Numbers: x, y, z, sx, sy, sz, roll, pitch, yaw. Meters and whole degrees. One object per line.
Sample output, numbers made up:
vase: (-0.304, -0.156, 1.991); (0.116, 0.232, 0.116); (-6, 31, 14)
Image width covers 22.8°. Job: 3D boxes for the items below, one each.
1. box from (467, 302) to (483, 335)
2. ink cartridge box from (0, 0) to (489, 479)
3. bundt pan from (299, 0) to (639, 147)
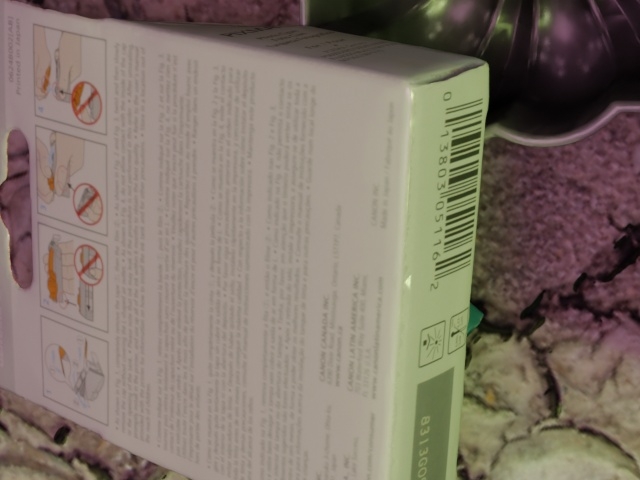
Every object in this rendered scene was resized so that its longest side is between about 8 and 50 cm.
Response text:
box: (0.000, 0.000, 1.123); (0.244, 0.100, 0.060); (43, 108, 6)
ink cartridge box: (-0.075, 0.004, 1.070); (0.385, 0.091, 0.308); (17, 114, 37)
bundt pan: (0.136, -0.227, 1.025); (0.330, 0.124, 0.331); (3, 100, 18)
